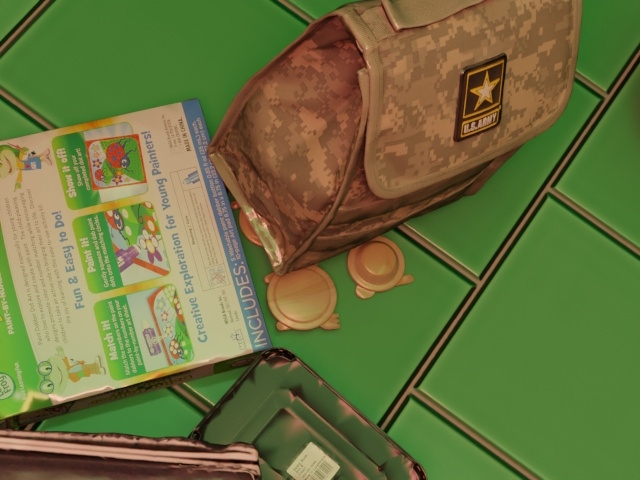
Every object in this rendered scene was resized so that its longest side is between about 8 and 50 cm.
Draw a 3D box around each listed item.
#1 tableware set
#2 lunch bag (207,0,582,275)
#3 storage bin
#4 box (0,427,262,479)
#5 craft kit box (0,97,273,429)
[{"bbox_3d":[0.000,0.000,1.108,0.141,0.020,0.169,-20,75,-14],"label":"tableware set"},{"bbox_3d":[0.072,-0.118,0.995,0.235,0.287,0.169,-24,76,-31],"label":"lunch bag"},{"bbox_3d":[-0.016,0.191,0.998,0.180,0.084,0.122,41,71,2],"label":"storage bin"},{"bbox_3d":[-0.300,0.279,0.719,0.471,0.480,0.297,7,71,-6],"label":"box"},{"bbox_3d":[-0.195,0.017,1.053,0.246,0.061,0.250,-12,74,-15],"label":"craft kit box"}]
